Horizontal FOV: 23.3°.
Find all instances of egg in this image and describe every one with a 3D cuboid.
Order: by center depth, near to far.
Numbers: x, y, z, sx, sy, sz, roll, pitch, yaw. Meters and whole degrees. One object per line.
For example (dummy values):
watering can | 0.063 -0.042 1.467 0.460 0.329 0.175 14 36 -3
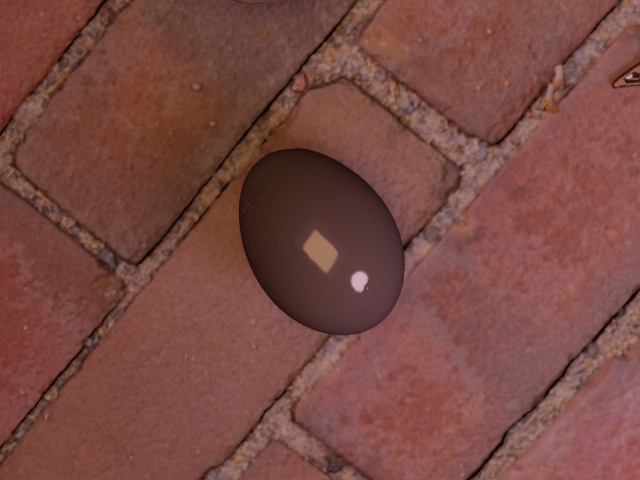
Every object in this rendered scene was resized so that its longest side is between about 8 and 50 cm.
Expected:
egg | 0.000 0.000 1.519 0.146 0.146 0.199 -31 84 11

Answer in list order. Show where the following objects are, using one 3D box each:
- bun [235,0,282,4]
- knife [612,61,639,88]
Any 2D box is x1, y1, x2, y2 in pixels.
bun | -0.070 -0.368 1.488 0.273 0.168 0.273 1 108 4
knife | 0.401 -0.189 1.500 0.247 0.018 0.035 -15 96 11
